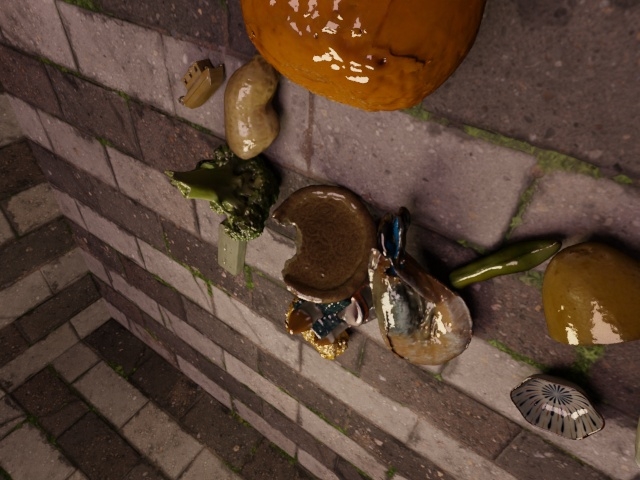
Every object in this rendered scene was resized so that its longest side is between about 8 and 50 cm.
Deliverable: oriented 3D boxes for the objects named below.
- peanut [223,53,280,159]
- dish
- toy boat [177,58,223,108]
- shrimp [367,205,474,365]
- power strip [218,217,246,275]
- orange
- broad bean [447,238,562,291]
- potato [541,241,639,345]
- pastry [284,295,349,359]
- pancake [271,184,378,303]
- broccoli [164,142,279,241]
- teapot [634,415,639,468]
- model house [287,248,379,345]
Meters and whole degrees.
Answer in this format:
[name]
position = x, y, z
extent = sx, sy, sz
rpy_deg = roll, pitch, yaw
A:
[peanut]
position = -0.160, -0.310, 0.963
extent = 0.137, 0.122, 0.253
rpy_deg = 10, 130, 4
[dish]
position = 0.549, 0.369, 0.941
extent = 0.190, 0.066, 0.191
rpy_deg = 23, 133, 26
[toy boat]
position = -0.323, -0.413, 1.068
extent = 0.200, 0.057, 0.077
rpy_deg = -19, 104, 49
[shrimp]
position = 0.220, 0.132, 0.933
extent = 0.221, 0.110, 0.446
rpy_deg = -10, 120, 23
[power strip]
position = -0.306, 0.009, 1.411
extent = 0.093, 0.053, 0.288
rpy_deg = 34, 140, 15
[orange]
position = 0.063, -0.351, 0.569
extent = 0.340, 0.340, 0.294
rpy_deg = 25, 99, 24
[broad bean]
position = 0.355, 0.058, 0.853
extent = 0.075, 0.067, 0.325
rpy_deg = 24, 151, -17
[potato]
position = 0.476, 0.079, 0.701
extent = 0.158, 0.178, 0.203
rpy_deg = 68, 163, -2
[pastry]
position = -0.020, 0.285, 1.348
extent = 0.250, 0.102, 0.154
rpy_deg = 43, 142, 1
[pancake]
position = 0.000, 0.000, 0.976
extent = 0.286, 0.288, 0.033
rpy_deg = 28, 169, 12
[broccoli]
position = -0.244, -0.109, 1.065
extent = 0.186, 0.302, 0.254
rpy_deg = -28, 105, 45
[teapot]
position = 0.687, 0.409, 0.818
extent = 0.077, 0.107, 0.201
rpy_deg = 5, 126, 36
[model house]
position = 0.043, 0.183, 1.067
extent = 0.190, 0.300, 0.271
rpy_deg = 52, 141, 5
